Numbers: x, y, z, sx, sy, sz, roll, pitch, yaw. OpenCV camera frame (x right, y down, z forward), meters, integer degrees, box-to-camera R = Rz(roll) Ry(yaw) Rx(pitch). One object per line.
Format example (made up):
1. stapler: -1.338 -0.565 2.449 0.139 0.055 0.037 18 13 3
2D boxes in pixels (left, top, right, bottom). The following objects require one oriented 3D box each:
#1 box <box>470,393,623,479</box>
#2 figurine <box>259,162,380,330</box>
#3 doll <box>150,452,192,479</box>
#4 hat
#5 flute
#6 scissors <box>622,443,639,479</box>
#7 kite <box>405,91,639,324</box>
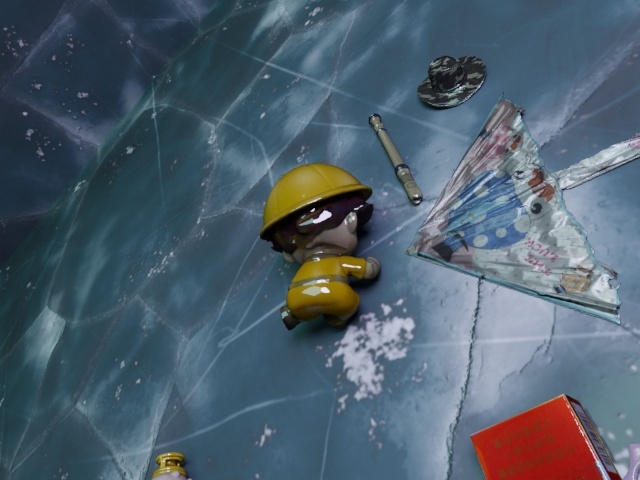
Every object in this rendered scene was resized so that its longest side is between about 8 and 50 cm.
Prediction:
1. box: 0.224 0.246 0.431 0.112 0.048 0.175 -37 43 27
2. figurine: -0.002 -0.003 0.722 0.192 0.167 0.256 -18 53 15
3. doll: -0.223 0.395 0.723 0.084 0.073 0.127 -11 47 -2
4. hat: 0.216 -0.281 0.800 0.121 0.050 0.121 -20 51 27
5. flute: 0.125 -0.145 0.806 0.027 0.027 0.233 -35 45 19
6. scissors: 0.334 0.249 0.361 0.110 0.021 0.212 -37 44 20
7. kite: 0.272 -0.062 0.630 0.369 0.014 0.405 -28 48 26
